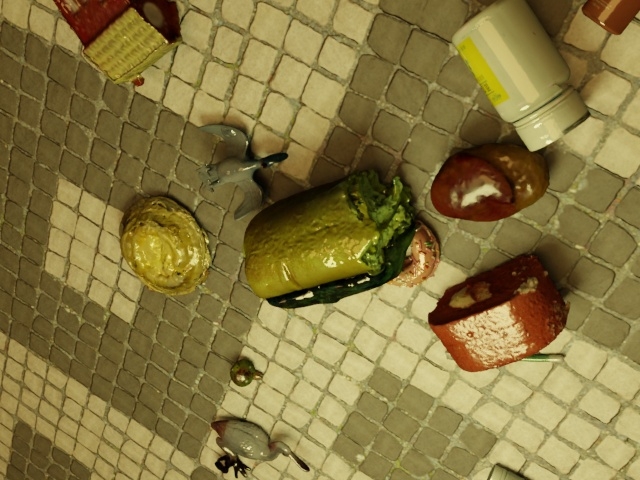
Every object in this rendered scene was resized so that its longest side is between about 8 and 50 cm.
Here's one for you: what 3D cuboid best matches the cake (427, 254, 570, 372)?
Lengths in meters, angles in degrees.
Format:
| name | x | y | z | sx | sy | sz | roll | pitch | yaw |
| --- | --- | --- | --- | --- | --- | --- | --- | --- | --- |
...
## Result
| name | x | y | z | sx | sy | sz | roll | pitch | yaw |
| --- | --- | --- | --- | --- | --- | --- | --- | --- | --- |
| cake | 0.357 | 0.153 | 1.344 | 0.283 | 0.177 | 0.150 | -27 | 98 | 32 |

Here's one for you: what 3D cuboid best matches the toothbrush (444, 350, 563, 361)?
| name | x | y | z | sx | sy | sz | roll | pitch | yaw |
| --- | --- | --- | --- | --- | --- | --- | --- | --- | --- |
| toothbrush | 0.402 | 0.258 | 1.459 | 0.257 | 0.018 | 0.024 | -4 | 112 | 26 |

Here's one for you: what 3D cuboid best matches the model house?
| name | x | y | z | sx | sy | sz | roll | pitch | yaw |
| --- | --- | --- | --- | --- | --- | --- | --- | --- | --- |
| model house | -0.426 | -0.480 | 1.451 | 0.196 | 0.160 | 0.254 | -24 | 102 | 31 |

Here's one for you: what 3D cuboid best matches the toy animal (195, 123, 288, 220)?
| name | x | y | z | sx | sy | sz | roll | pitch | yaw |
| --- | --- | --- | --- | --- | --- | --- | --- | --- | --- |
| toy animal | -0.192 | -0.159 | 1.527 | 0.255 | 0.176 | 0.239 | 11 | 117 | 59 |

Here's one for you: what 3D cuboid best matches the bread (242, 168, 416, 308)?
| name | x | y | z | sx | sy | sz | roll | pitch | yaw |
| --- | --- | --- | --- | --- | --- | --- | --- | --- | --- |
| bread | 0.000 | 0.000 | 1.403 | 0.377 | 0.208 | 0.251 | -18 | 61 | 31 |

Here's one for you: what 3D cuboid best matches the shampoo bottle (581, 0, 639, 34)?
| name | x | y | z | sx | sy | sz | roll | pitch | yaw |
| --- | --- | --- | --- | --- | --- | --- | --- | --- | --- |
| shampoo bottle | 0.533 | -0.455 | 1.064 | 0.085 | 0.085 | 0.244 | 39 | 120 | 5 |

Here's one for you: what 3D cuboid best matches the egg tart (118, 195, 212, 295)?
| name | x | y | z | sx | sy | sz | roll | pitch | yaw |
| --- | --- | --- | --- | --- | --- | --- | --- | --- | --- |
| egg tart | -0.413 | 0.023 | 1.692 | 0.279 | 0.095 | 0.278 | 9 | 113 | 22 |

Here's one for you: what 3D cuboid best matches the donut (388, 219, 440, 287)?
| name | x | y | z | sx | sy | sz | roll | pitch | yaw |
| --- | --- | --- | --- | --- | --- | --- | --- | --- | --- |
| donut | 0.199 | 0.048 | 1.438 | 0.117 | 0.065 | 0.166 | 40 | 123 | 5 |

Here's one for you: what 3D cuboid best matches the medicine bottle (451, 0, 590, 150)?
| name | x | y | z | sx | sy | sz | roll | pitch | yaw |
| --- | --- | --- | --- | --- | --- | --- | --- | --- | --- |
| medicine bottle | 0.359 | -0.298 | 1.173 | 0.143 | 0.143 | 0.258 | -33 | 95 | 32 |

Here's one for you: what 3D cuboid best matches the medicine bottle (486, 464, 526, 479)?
| name | x | y | z | sx | sy | sz | roll | pitch | yaw |
| --- | --- | --- | --- | --- | --- | --- | --- | --- | --- |
| medicine bottle | 0.442 | 0.574 | 1.551 | 0.091 | 0.058 | 0.058 | 25 | 119 | 14 |

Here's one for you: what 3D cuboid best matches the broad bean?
| name | x | y | z | sx | sy | sz | roll | pitch | yaw |
| --- | --- | --- | --- | --- | --- | --- | --- | --- | --- |
| broad bean | 0.325 | -0.110 | 1.281 | 0.229 | 0.122 | 0.156 | -6 | 106 | 30 |

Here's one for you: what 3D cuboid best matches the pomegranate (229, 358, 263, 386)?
| name | x | y | z | sx | sy | sz | roll | pitch | yaw |
| --- | --- | --- | --- | --- | --- | --- | --- | --- | --- |
| pomegranate | -0.199 | 0.357 | 1.747 | 0.085 | 0.073 | 0.073 | 32 | 121 | 10 |

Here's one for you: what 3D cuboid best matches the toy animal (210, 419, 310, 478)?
| name | x | y | z | sx | sy | sz | roll | pitch | yaw |
| --- | --- | --- | --- | --- | --- | --- | --- | --- | --- |
| toy animal | -0.186 | 0.565 | 1.818 | 0.324 | 0.090 | 0.195 | -23 | 106 | 40 |
